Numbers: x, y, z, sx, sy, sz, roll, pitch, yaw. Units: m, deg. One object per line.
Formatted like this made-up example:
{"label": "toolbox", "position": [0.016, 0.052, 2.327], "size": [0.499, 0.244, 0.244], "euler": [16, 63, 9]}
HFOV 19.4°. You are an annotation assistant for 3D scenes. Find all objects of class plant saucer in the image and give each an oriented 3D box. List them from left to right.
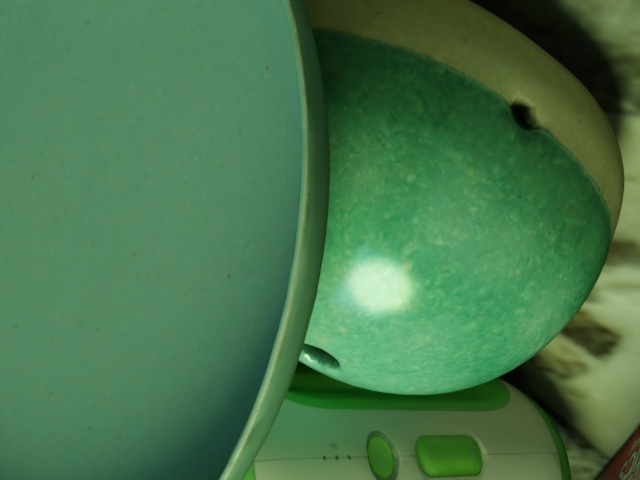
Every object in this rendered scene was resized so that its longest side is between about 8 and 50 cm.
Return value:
{"label": "plant saucer", "position": [-0.101, -0.007, 0.722], "size": [0.044, 0.317, 0.318], "euler": [10, 165, -43]}

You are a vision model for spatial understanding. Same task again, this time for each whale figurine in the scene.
{"label": "whale figurine", "position": [0.000, 0.000, 0.783], "size": [0.216, 0.141, 0.272], "euler": [35, 151, -20]}

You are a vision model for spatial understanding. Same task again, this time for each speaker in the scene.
{"label": "speaker", "position": [-0.002, 0.114, 0.856], "size": [0.131, 0.131, 0.296], "euler": [0, 175, 36]}

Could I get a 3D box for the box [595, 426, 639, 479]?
{"label": "box", "position": [0.210, 0.158, 0.883], "size": [0.154, 0.142, 0.300], "euler": [24, 150, 1]}
